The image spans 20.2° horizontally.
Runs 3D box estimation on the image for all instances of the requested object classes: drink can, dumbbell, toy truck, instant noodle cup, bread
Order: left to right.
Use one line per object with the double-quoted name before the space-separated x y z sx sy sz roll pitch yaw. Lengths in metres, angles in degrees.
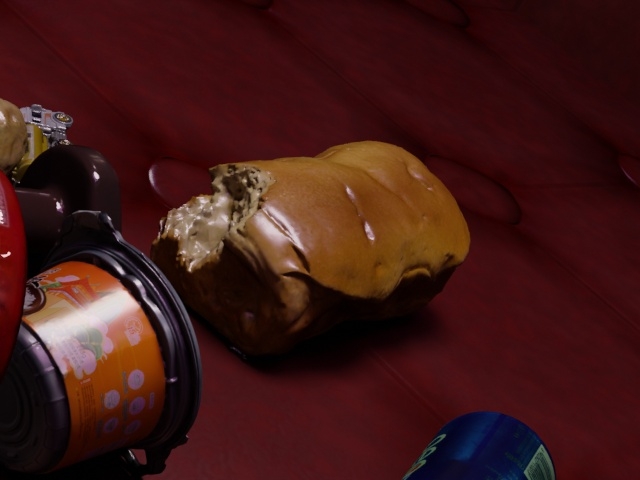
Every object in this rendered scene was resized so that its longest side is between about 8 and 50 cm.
"dumbbell" -0.281 -0.020 1.467 0.225 0.140 0.124 7 -10 -42
"toy truck" -0.270 -0.082 1.713 0.063 0.052 0.123 14 29 -19
"instant noodle cup" -0.193 0.095 1.326 0.125 0.178 0.208 -23 90 -44
"bread" 0.005 -0.003 1.742 0.195 0.149 0.344 38 25 22
"drink can" 0.117 0.222 1.457 0.118 0.118 0.205 34 23 10

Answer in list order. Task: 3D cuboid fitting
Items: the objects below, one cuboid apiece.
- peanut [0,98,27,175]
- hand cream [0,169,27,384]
"peanut" -0.342 -0.085 1.571 0.095 0.108 0.226 48 26 20
"hand cream" -0.305 0.034 1.194 0.149 0.230 0.230 13 29 -35
